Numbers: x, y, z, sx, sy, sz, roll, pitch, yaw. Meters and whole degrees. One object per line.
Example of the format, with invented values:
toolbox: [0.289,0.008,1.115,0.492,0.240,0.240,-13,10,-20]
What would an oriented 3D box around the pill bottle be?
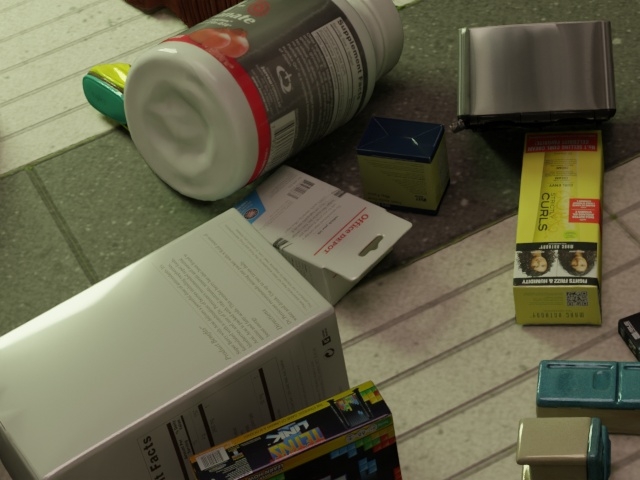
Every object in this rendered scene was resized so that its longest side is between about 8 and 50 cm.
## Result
pill bottle: [-0.050,-0.184,1.661,0.176,0.176,0.318,23,39,31]

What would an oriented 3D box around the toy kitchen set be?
toy kitchen set: [0.237,0.152,1.272,0.122,0.166,0.207,0,45,12]

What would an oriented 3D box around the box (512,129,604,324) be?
box: [0.244,-0.016,1.526,0.087,0.058,0.232,0,43,14]

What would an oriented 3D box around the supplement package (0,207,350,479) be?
supplement package: [-0.142,0.141,1.357,0.293,0.175,0.177,-29,47,-18]

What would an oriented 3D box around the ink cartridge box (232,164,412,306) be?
ink cartridge box: [0.000,0.000,1.559,0.180,0.060,0.104,26,54,33]

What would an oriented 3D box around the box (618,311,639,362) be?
box: [0.329,0.097,1.419,0.067,0.018,0.083,-18,44,-8]

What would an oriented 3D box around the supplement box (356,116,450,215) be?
supplement box: [0.090,-0.080,1.606,0.083,0.083,0.056,9,47,20]

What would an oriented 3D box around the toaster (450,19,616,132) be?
toaster: [0.228,-0.171,1.600,0.168,0.110,0.185,-3,4,11]

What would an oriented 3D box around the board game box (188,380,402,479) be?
board game box: [-0.016,0.210,1.283,0.170,0.141,0.048,-22,43,-11]

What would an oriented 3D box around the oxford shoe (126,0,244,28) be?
oxford shoe: [-0.137,-0.339,1.903,0.130,0.123,0.348,-34,48,-30]

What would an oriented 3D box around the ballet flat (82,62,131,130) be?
ballet flat: [-0.196,-0.149,1.752,0.077,0.077,0.231,-19,40,-28]
